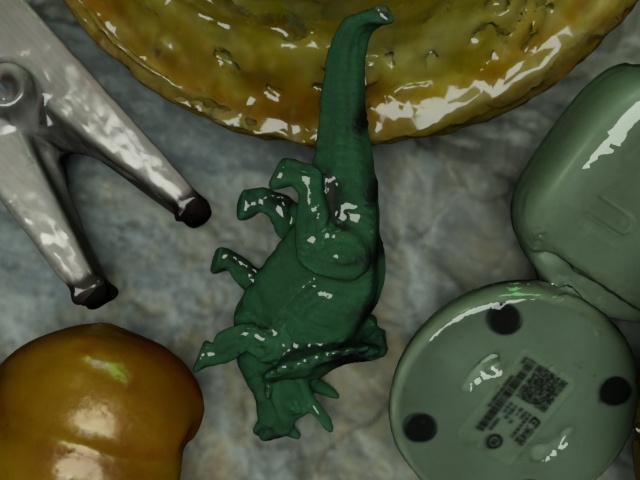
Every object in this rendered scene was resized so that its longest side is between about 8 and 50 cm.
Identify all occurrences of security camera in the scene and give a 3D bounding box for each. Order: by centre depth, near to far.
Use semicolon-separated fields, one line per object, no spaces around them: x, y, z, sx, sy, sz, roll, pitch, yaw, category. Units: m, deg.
0.160;0.036;0.617;0.157;0.080;0.301;32;100;-13;security camera

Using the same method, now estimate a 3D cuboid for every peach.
-0.142;0.119;0.593;0.138;0.138;0.138;0;88;1;peach

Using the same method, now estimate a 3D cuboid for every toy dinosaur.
-0.018;0.000;0.588;0.120;0.079;0.292;1;116;3;toy dinosaur

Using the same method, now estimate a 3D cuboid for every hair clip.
-0.209;-0.112;0.623;0.101;0.085;0.331;-40;86;-2;hair clip

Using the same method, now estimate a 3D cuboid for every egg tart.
0.015;-0.272;0.578;0.443;0.178;0.443;0;88;3;egg tart

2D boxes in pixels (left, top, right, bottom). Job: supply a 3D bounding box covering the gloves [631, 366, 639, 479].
0.248;0.063;0.517;0.141;0.154;0.331;21;96;-2;gloves
